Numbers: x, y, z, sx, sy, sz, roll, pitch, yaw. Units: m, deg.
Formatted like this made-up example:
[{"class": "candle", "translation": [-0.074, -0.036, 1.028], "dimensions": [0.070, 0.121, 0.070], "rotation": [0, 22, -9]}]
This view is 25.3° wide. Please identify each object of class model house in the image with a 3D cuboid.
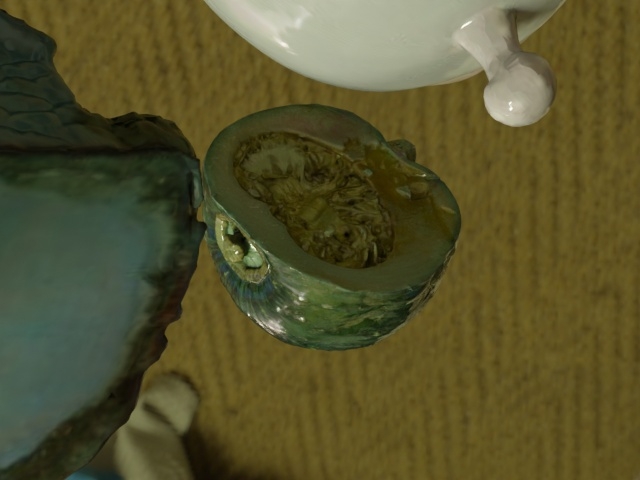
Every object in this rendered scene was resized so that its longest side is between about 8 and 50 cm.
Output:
[{"class": "model house", "translation": [-0.317, -0.022, 1.144], "dimensions": [0.297, 0.339, 0.360], "rotation": [-6, 131, -37]}]

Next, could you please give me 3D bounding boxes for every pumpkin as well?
[{"class": "pumpkin", "translation": [0.000, 0.000, 1.669], "dimensions": [0.293, 0.263, 0.197], "rotation": [45, 145, 17]}]

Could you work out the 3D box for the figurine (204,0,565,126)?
[{"class": "figurine", "translation": [-0.018, -0.215, 0.615], "dimensions": [0.361, 0.211, 0.253], "rotation": [42, 144, -12]}]
